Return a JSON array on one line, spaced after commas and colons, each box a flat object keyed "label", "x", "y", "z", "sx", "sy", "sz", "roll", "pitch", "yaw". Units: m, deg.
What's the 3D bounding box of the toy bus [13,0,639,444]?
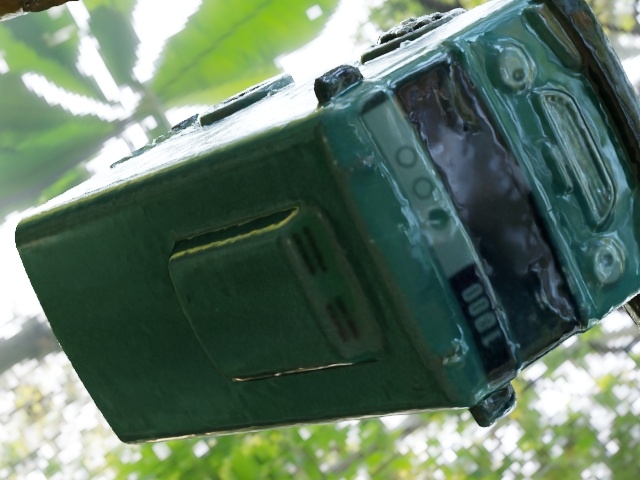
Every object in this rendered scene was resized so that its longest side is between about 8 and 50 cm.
[{"label": "toy bus", "x": 0.000, "y": 0.000, "z": 0.658, "sx": 0.256, "sy": 0.147, "sz": 0.128, "roll": -15, "pitch": -75, "yaw": 55}]

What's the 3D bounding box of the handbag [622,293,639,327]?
[{"label": "handbag", "x": 0.253, "y": -0.023, "z": 1.434, "sx": 0.275, "sy": 0.088, "sz": 0.244, "roll": 56, "pitch": 6, "yaw": 12}]

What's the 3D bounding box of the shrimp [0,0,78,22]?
[{"label": "shrimp", "x": -0.199, "y": -0.177, "z": 1.088, "sx": 0.253, "sy": 0.173, "sz": 0.058, "roll": 18, "pitch": -56, "yaw": 53}]
